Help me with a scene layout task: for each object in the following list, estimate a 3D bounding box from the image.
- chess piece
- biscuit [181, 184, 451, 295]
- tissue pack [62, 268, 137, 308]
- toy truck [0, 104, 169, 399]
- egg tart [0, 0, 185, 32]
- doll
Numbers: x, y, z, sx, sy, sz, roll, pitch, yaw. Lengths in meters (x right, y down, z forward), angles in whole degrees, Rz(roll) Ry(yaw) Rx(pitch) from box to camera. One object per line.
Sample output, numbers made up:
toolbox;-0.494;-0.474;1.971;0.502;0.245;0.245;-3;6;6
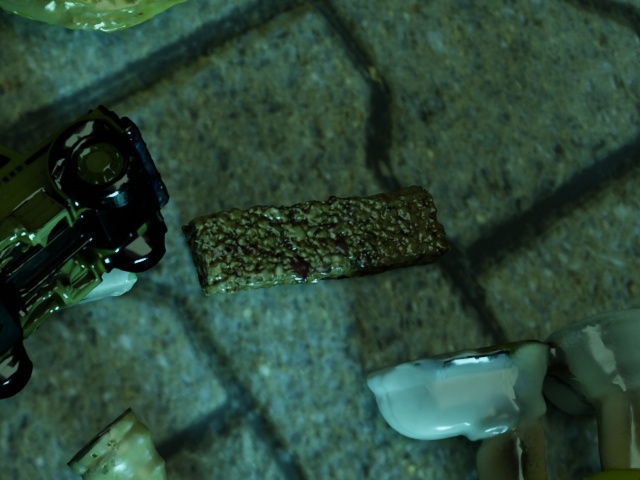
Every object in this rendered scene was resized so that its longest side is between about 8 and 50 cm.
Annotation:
chess piece;-0.091;0.192;1.230;0.172;0.060;0.060;47;60;0
biscuit;0.000;0.000;1.355;0.199;0.034;0.064;-9;73;-24
tissue pack;-0.170;0.002;1.283;0.062;0.042;0.083;-12;75;-25
toy truck;-0.218;0.015;1.193;0.257;0.127;0.127;-39;63;-11
egg tart;-0.186;-0.309;1.359;0.319;0.128;0.319;9;64;-19
doll;0.186;0.238;1.269;0.348;0.161;0.423;7;65;6
